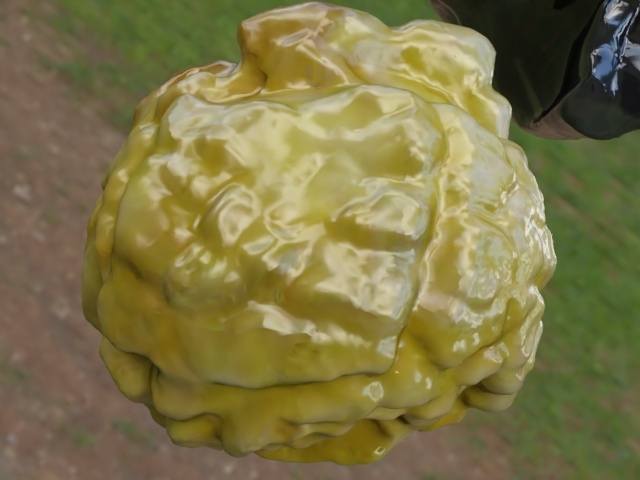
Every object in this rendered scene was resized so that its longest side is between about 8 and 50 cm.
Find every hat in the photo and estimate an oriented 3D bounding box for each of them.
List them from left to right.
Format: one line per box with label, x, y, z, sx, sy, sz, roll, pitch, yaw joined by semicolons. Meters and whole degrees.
hat;0.101;-0.266;0.846;0.257;0.366;0.382;-5;-45;41

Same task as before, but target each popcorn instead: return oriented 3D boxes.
popcorn;0.000;0.000;0.720;0.180;0.180;0.170;39;30;3
